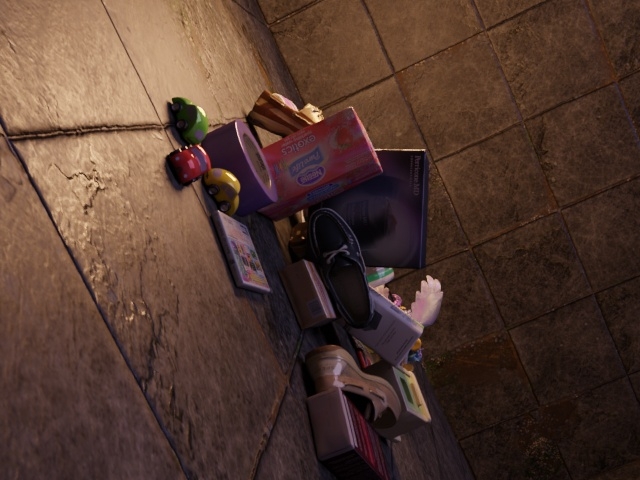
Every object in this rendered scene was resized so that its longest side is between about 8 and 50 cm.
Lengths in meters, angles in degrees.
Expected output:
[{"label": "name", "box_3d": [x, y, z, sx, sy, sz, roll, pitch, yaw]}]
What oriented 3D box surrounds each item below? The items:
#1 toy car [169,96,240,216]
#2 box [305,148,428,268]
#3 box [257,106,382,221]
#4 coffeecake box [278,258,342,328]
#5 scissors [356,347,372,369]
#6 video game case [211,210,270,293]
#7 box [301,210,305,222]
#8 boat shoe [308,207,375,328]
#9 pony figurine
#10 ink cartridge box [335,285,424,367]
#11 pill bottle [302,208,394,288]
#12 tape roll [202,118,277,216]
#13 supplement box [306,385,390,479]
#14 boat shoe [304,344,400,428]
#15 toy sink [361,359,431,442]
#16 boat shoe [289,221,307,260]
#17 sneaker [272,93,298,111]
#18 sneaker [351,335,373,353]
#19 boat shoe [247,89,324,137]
[{"label": "toy car", "box_3d": [-0.218, -0.175, 1.248, 0.239, 0.053, 0.225, 45, 23, -67]}, {"label": "box", "box_3d": [0.125, -0.080, 1.752, 0.183, 0.293, 0.297, 11, 81, -79]}, {"label": "box", "box_3d": [-0.020, -0.175, 1.617, 0.154, 0.299, 0.142, 32, 35, -76]}, {"label": "coffeecake box", "box_3d": [-0.021, 0.127, 1.585, 0.142, 0.068, 0.185, 67, 8, 10]}, {"label": "scissors", "box_3d": [0.142, 0.416, 1.947, 0.297, 0.021, 0.109, -98, 162, -62]}, {"label": "video game case", "box_3d": [-0.146, 0.026, 1.269, 0.157, 0.019, 0.143, 37, 31, -74]}, {"label": "box", "box_3d": [0.000, 0.000, 2.146, 0.114, 0.036, 0.207, -97, 161, -63]}, {"label": "boat shoe", "box_3d": [0.055, 0.062, 1.613, 0.303, 0.114, 0.091, 64, 2, 3]}, {"label": "pony figurine", "box_3d": [0.276, 0.301, 2.413, 0.363, 0.302, 0.351, -67, 165, -83]}, {"label": "ink cartridge box", "box_3d": [0.124, 0.191, 1.761, 0.272, 0.115, 0.198, 37, 4, 10]}, {"label": "pill bottle", "box_3d": [0.068, -0.033, 1.973, 0.204, 0.204, 0.361, -33, 105, -81]}, {"label": "tape roll", "box_3d": [-0.165, -0.150, 1.418, 0.189, 0.080, 0.189, -23, 90, -81]}, {"label": "supplement box", "box_3d": [0.060, 0.400, 1.331, 0.239, 0.073, 0.130, 56, 14, -44]}, {"label": "boat shoe", "box_3d": [0.074, 0.346, 1.458, 0.341, 0.121, 0.110, 44, 26, -42]}, {"label": "toy sink", "box_3d": [0.198, 0.428, 1.816, 0.234, 0.131, 0.153, 44, 23, -53]}, {"label": "boat shoe", "box_3d": [-0.045, 0.004, 1.818, 0.190, 0.068, 0.072, -60, 139, -67]}, {"label": "sneaker", "box_3d": [-0.103, -0.393, 2.402, 0.282, 0.102, 0.161, 58, 10, 16]}, {"label": "sneaker", "box_3d": [0.123, 0.238, 2.031, 0.209, 0.094, 0.081, 61, 8, -4]}, {"label": "boat shoe", "box_3d": [-0.043, -0.329, 1.939, 0.323, 0.120, 0.122, 23, 6, -3]}]
